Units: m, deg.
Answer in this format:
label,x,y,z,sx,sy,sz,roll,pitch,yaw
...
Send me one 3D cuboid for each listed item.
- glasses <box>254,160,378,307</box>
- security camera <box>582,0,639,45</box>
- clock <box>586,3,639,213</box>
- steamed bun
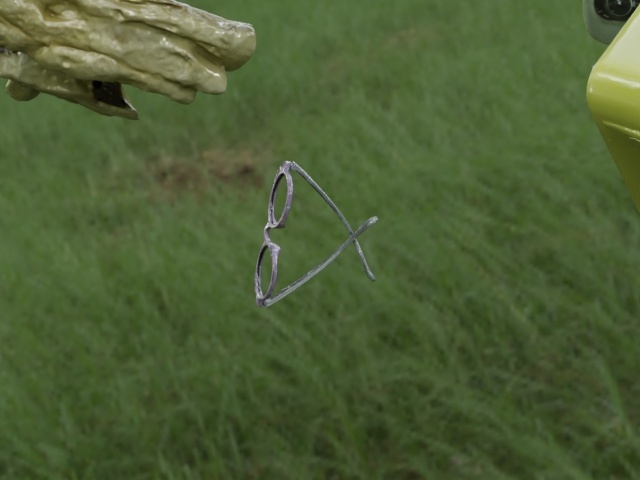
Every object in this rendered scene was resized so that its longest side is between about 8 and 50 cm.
label,x,y,z,sx,sy,sz,roll,pitch,yaw
glasses,0.000,0.000,1.380,0.103,0.140,0.062,6,11,-18
security camera,0.499,-0.320,1.973,0.301,0.157,0.080,9,30,24
clock,0.290,-0.090,1.100,0.096,0.202,0.143,27,72,43
steamed bun,-0.316,-0.242,1.773,0.428,0.189,0.247,16,9,-17
